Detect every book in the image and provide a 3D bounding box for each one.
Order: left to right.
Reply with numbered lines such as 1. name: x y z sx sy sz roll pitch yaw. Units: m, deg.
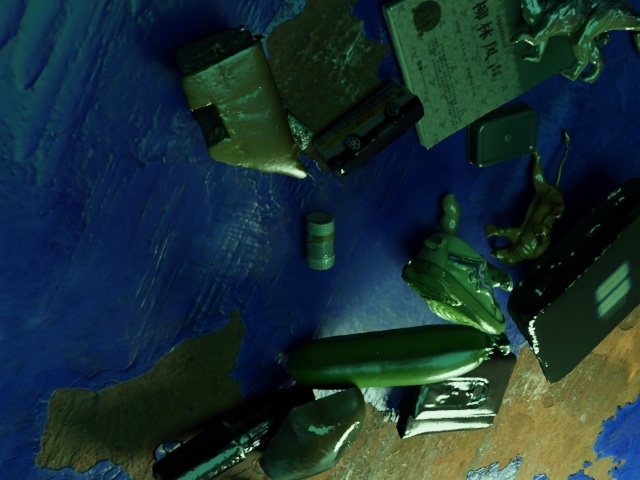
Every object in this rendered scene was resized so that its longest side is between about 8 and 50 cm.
1. book: 0.287 -0.339 1.680 0.379 0.031 0.264 -31 128 -12

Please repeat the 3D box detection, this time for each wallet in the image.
1. wallet: 0.260 0.287 2.013 0.229 0.049 0.182 3 112 -33

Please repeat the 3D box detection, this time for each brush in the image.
1. brush: -0.065 -0.197 1.559 0.034 0.027 0.190 -45 128 -3

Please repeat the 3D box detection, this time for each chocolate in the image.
1. chocolate: -0.003 0.347 1.800 0.157 0.080 0.254 -16 152 -30

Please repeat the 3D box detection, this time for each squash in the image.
1. squash: 0.131 0.197 1.796 0.379 0.101 0.101 -8 122 -2

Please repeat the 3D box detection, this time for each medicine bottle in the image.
1. medicine bottle: 0.000 0.000 1.698 0.047 0.047 0.083 -15 123 -23

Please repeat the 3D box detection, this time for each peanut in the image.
1. peanut: 0.221 -0.041 1.811 0.037 0.037 0.083 -13 116 -24

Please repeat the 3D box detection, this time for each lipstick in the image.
1. lipstick: -0.140 0.327 1.782 0.300 0.081 0.081 -31 128 -19

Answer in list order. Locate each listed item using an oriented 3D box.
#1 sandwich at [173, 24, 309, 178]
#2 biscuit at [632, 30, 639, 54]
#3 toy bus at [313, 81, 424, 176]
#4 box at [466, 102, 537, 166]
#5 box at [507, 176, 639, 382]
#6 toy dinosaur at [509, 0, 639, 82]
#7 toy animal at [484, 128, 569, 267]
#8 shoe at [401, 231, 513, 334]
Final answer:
1. sandwich: -0.110 -0.172 1.477 0.128 0.122 0.235 -24 125 -5
2. biscuit: 0.655 -0.373 1.876 0.250 0.032 0.133 -32 129 -12
3. toy bus: 0.073 -0.169 1.625 0.172 0.072 0.057 -38 145 -4
4. box: 0.305 -0.175 1.785 0.126 0.031 0.091 -16 123 -21
5. box: 0.509 0.080 1.973 0.359 0.091 0.350 -43 146 -3
6. toy dinosaur: 0.393 -0.342 1.671 0.294 0.077 0.162 11 110 -34
7. toy animal: 0.389 -0.069 1.854 0.255 0.114 0.116 -61 151 -2
8. shoe: 0.247 0.081 1.827 0.262 0.140 0.128 35 89 -44
